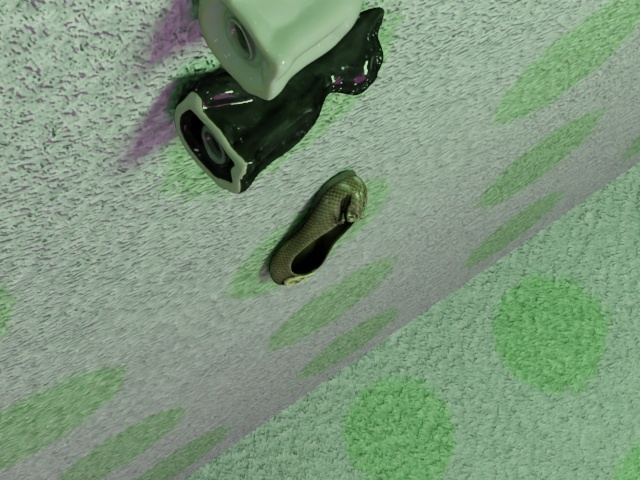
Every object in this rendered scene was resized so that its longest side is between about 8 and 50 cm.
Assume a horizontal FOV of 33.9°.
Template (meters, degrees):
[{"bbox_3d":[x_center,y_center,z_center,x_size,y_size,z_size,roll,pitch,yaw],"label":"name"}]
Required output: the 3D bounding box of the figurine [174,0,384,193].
[{"bbox_3d":[-0.003,-0.164,0.837,0.209,0.092,0.215,-36,166,-29],"label":"figurine"}]

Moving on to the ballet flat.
[{"bbox_3d":[0.000,0.000,1.357,0.084,0.058,0.250,-23,161,-37],"label":"ballet flat"}]
